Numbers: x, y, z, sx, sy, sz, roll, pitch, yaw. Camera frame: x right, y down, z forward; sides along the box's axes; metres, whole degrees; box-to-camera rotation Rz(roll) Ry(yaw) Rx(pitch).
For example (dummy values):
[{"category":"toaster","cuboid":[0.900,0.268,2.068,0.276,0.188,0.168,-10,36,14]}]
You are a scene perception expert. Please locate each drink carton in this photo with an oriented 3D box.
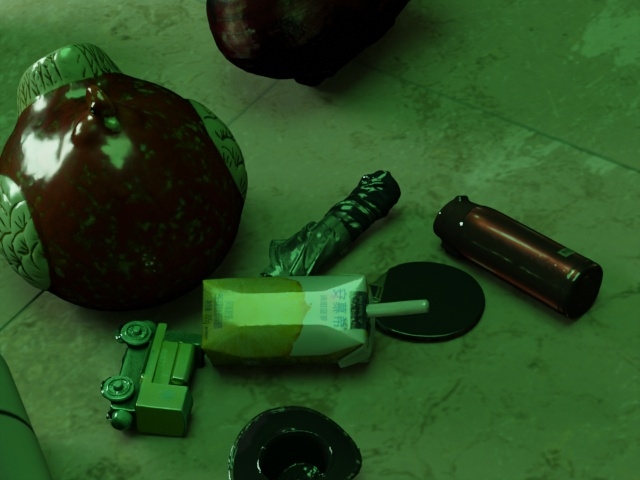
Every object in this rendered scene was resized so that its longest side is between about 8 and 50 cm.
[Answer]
[{"category":"drink carton","cuboid":[-0.002,0.069,1.576,0.200,0.074,0.084,-1,69,6]}]

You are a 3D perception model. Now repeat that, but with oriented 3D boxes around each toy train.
[{"category":"toy train","cuboid":[-0.146,0.119,1.568,0.081,0.050,0.122,6,45,7]}]

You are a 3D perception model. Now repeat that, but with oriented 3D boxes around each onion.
[{"category":"onion","cuboid":[-0.013,-0.285,1.850,0.281,0.221,0.281,-19,34,13]}]

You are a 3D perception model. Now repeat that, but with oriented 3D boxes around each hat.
[{"category":"hat","cuboid":[-0.022,0.193,1.472,0.121,0.050,0.121,-3,39,2]}]

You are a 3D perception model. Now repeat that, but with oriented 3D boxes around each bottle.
[{"category":"bottle","cuboid":[0.175,0.013,1.631,0.164,0.060,0.060,31,55,33]}]

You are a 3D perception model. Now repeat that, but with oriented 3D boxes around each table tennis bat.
[{"category":"table tennis bat","cuboid":[0.071,0.052,1.633,0.158,0.014,0.095,6,46,11]}]

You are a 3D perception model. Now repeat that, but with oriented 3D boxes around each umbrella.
[{"category":"umbrella","cuboid":[0.000,0.000,1.677,0.050,0.046,0.188,29,59,36]}]

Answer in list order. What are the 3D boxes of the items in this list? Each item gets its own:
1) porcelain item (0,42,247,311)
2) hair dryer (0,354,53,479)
[{"category":"porcelain item","cuboid":[-0.189,-0.066,1.636,0.253,0.253,0.253,-4,44,4]},{"category":"hair dryer","cuboid":[-0.399,0.223,1.433,0.362,0.128,0.203,-19,46,-13]}]
